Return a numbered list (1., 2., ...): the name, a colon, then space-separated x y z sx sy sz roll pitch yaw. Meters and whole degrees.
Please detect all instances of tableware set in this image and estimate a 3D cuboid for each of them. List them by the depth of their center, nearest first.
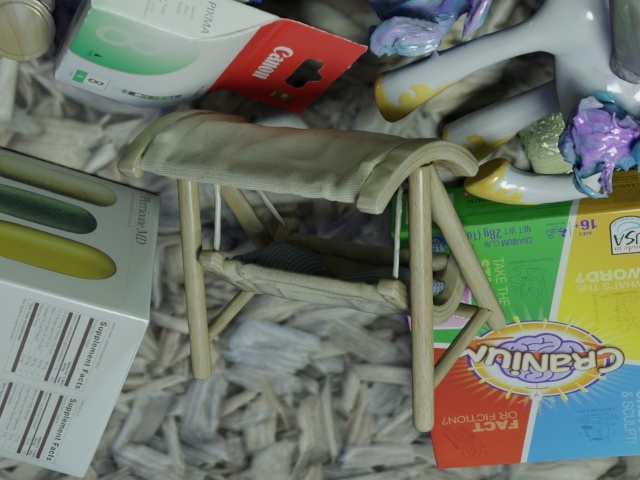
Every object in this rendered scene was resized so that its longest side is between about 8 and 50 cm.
1. tableware set: -0.313 -0.207 1.246 0.168 0.020 0.141 -12 125 5

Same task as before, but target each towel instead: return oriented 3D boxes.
1. towel: 0.261 -0.094 1.352 0.148 0.027 0.110 -18 123 9

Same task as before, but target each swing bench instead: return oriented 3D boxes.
1. swing bench: 0.000 0.000 1.255 0.253 0.165 0.255 11 132 32

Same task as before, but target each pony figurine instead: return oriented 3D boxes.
1. pony figurine: 0.219 -0.180 1.169 0.363 0.303 0.351 -7 127 29

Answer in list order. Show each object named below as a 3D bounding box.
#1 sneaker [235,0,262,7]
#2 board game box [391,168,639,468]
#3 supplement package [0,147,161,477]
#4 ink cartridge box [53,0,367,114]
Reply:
1. sneaker: -0.119 -0.262 1.153 0.315 0.127 0.182 -11 123 2
2. board game box: 0.211 0.085 1.427 0.242 0.064 0.316 -6 127 10
3. supplement package: -0.302 0.049 1.314 0.262 0.199 0.198 17 122 -14
4. ink cartridge box: -0.098 -0.148 1.220 0.224 0.056 0.181 20 161 -15
